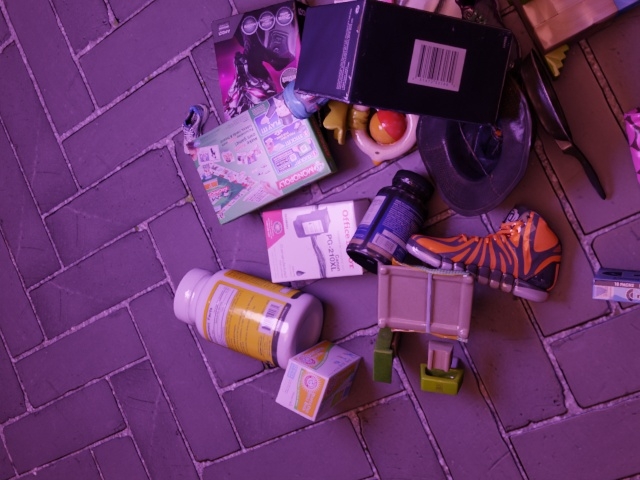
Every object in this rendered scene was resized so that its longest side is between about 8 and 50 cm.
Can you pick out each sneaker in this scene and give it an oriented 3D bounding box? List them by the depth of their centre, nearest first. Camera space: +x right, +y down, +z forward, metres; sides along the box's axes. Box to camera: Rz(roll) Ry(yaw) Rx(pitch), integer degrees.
[{"bbox_3d":[0.324,-0.418,1.439,0.083,0.098,0.223,-46,45,40],"label":"sneaker"},{"bbox_3d":[0.404,-0.305,1.484,0.047,0.057,0.119,-20,86,27],"label":"sneaker"},{"bbox_3d":[0.348,0.000,1.493,0.321,0.124,0.180,17,95,-7],"label":"sneaker"},{"bbox_3d":[0.021,-0.365,1.561,0.125,0.261,0.104,-19,127,40],"label":"sneaker"},{"bbox_3d":[-0.330,-0.282,1.820,0.052,0.058,0.135,21,105,21],"label":"sneaker"}]

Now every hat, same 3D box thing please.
[{"bbox_3d":[0.343,-0.217,1.458,0.331,0.134,0.331,31,127,52],"label":"hat"}]

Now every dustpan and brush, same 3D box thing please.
[{"bbox_3d":[0.256,-0.547,1.518,0.147,0.060,0.211,28,109,19],"label":"dustpan and brush"}]

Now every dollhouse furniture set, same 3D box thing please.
[{"bbox_3d":[0.222,0.155,1.529,0.198,0.151,0.301,6,118,13],"label":"dollhouse furniture set"}]

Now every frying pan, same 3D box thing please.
[{"bbox_3d":[0.474,-0.239,1.431,0.053,0.197,0.326,-23,131,25],"label":"frying pan"}]

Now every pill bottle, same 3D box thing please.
[{"bbox_3d":[0.156,-0.039,1.553,0.123,0.123,0.219,26,75,20],"label":"pill bottle"},{"bbox_3d":[-0.177,0.177,1.730,0.334,0.188,0.187,17,102,23],"label":"pill bottle"}]

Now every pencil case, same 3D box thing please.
[{"bbox_3d":[0.653,-0.160,1.369,0.098,0.095,0.209,-18,90,60],"label":"pencil case"}]

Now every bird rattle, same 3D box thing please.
[{"bbox_3d":[0.141,-0.286,1.597,0.254,0.143,0.206,-34,93,11],"label":"bird rattle"}]

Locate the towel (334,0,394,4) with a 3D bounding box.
[{"bbox_3d":[0.095,-0.562,1.612,0.144,0.029,0.196,1,96,24],"label":"towel"}]

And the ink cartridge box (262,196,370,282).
[{"bbox_3d":[0.000,0.000,1.677,0.237,0.100,0.171,-7,94,25],"label":"ink cartridge box"}]

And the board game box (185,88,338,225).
[{"bbox_3d":[-0.140,-0.192,1.651,0.317,0.046,0.213,-23,90,25],"label":"board game box"}]

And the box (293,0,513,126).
[{"bbox_3d":[0.140,-0.332,1.340,0.294,0.297,0.182,-146,64,-65],"label":"box"}]

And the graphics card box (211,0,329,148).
[{"bbox_3d":[-0.117,-0.355,1.697,0.233,0.094,0.370,-6,93,25],"label":"graphics card box"}]

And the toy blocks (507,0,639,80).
[{"bbox_3d":[0.484,-0.543,1.374,0.261,0.191,0.381,-26,84,13],"label":"toy blocks"}]

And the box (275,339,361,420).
[{"bbox_3d":[-0.001,0.318,1.655,0.103,0.203,0.114,23,105,21],"label":"box"}]

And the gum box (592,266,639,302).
[{"bbox_3d":[0.607,0.086,1.363,0.157,0.184,0.041,4,97,24],"label":"gum box"}]
